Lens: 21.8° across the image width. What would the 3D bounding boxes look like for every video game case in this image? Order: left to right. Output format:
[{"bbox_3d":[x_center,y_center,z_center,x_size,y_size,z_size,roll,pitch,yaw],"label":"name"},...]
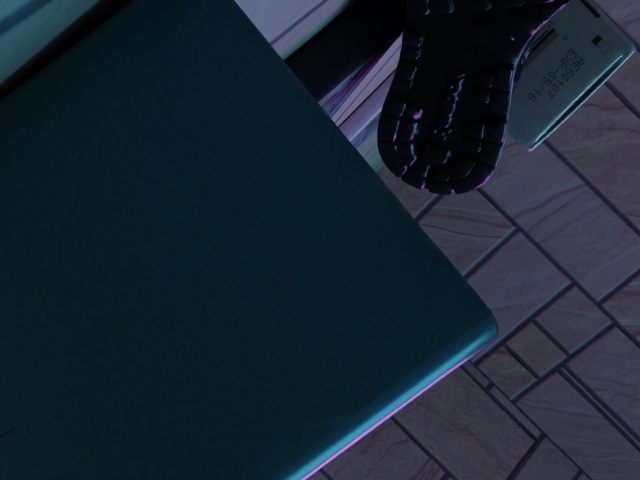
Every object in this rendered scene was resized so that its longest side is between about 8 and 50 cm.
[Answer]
[{"bbox_3d":[-0.072,-0.034,1.118,0.275,0.035,0.248,-44,178,-41],"label":"video game case"},{"bbox_3d":[0.097,-0.183,1.936,0.212,0.023,0.193,-46,179,-3],"label":"video game case"}]

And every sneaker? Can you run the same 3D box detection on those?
[{"bbox_3d":[0.107,-0.171,1.065,0.124,0.107,0.283,-70,-178,-47],"label":"sneaker"}]

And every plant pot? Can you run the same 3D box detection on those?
[{"bbox_3d":[-0.098,0.056,0.580,0.234,0.165,0.166,-37,175,-24],"label":"plant pot"}]

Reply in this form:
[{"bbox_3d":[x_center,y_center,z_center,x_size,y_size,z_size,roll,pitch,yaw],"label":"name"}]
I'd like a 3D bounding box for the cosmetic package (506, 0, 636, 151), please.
[{"bbox_3d":[0.155,-0.171,1.324,0.113,0.160,0.309,-45,178,10],"label":"cosmetic package"}]
